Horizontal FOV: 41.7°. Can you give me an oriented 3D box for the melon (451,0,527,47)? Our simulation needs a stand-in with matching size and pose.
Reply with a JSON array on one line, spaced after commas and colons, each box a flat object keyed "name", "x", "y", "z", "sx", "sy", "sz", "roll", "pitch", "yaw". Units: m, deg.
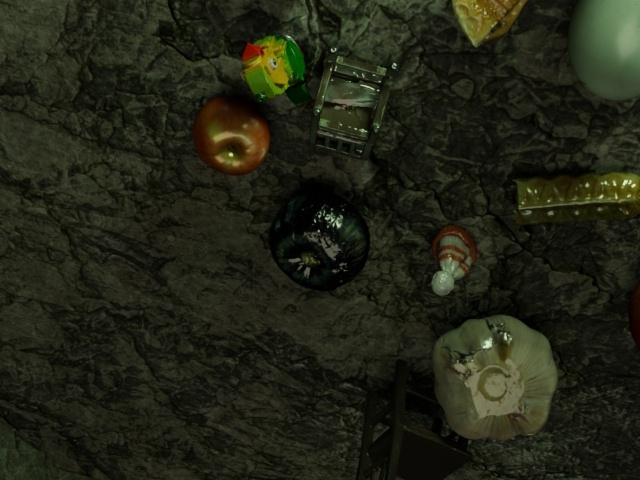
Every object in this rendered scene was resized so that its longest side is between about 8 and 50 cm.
[{"name": "melon", "x": 0.301, "y": -0.432, "z": 1.468, "sx": 0.128, "sy": 0.079, "sz": 0.160, "roll": 40, "pitch": 129, "yaw": -1}]

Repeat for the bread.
[{"name": "bread", "x": 0.529, "y": -0.087, "z": 1.717, "sx": 0.269, "sy": 0.098, "sz": 0.087, "roll": -3, "pitch": 173, "yaw": 13}]

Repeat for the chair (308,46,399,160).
[{"name": "chair", "x": 0.058, "y": -0.262, "z": 1.637, "sx": 0.136, "sy": 0.147, "sz": 0.270, "roll": 15, "pitch": 175, "yaw": 0}]

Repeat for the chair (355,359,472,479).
[{"name": "chair", "x": 0.237, "y": 0.545, "z": 2.105, "sx": 0.240, "sy": 0.416, "sz": 0.203, "roll": 27, "pitch": 131, "yaw": -13}]

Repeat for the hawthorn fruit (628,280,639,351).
[{"name": "hawthorn fruit", "x": 0.791, "y": 0.163, "z": 1.791, "sx": 0.258, "sy": 0.258, "sz": 0.262, "roll": -3, "pitch": 102, "yaw": 13}]

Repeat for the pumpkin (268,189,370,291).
[{"name": "pumpkin", "x": 0.000, "y": 0.000, "z": 1.838, "sx": 0.232, "sy": 0.163, "sz": 0.233, "roll": 12, "pitch": 130, "yaw": 15}]

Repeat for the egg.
[{"name": "egg", "x": 0.512, "y": -0.363, "z": 1.411, "sx": 0.182, "sy": 0.183, "sz": 0.264, "roll": 3, "pitch": 126, "yaw": 8}]

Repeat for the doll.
[{"name": "doll", "x": -0.087, "y": -0.315, "z": 1.575, "sx": 0.106, "sy": 0.186, "sz": 0.135, "roll": -15, "pitch": 98, "yaw": 23}]

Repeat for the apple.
[{"name": "apple", "x": -0.182, "y": -0.214, "z": 1.706, "sx": 0.163, "sy": 0.139, "sz": 0.164, "roll": -3, "pitch": 128, "yaw": -4}]

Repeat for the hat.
[{"name": "hat", "x": 0.285, "y": 0.054, "z": 1.836, "sx": 0.093, "sy": 0.162, "sz": 0.112, "roll": -23, "pitch": 120, "yaw": 31}]

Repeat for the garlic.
[{"name": "garlic", "x": 0.415, "y": 0.326, "z": 2.001, "sx": 0.321, "sy": 0.241, "sz": 0.322, "roll": 12, "pitch": 123, "yaw": 19}]
